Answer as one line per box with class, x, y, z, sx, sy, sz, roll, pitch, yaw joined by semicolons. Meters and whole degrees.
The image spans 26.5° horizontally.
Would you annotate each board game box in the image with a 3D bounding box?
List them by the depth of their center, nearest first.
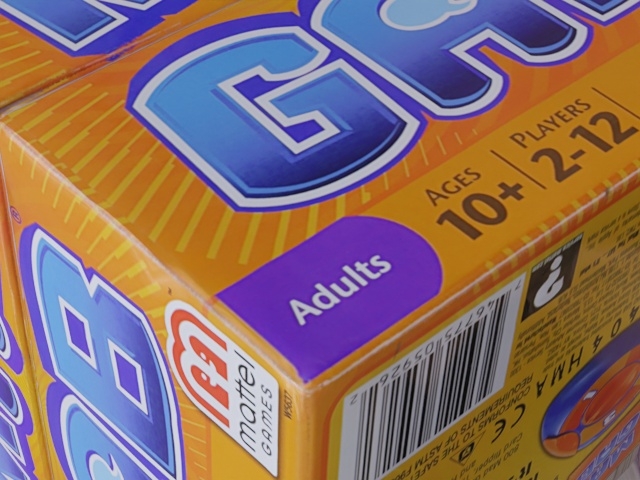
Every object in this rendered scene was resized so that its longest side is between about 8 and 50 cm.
board game box;0.000;0.000;0.720;0.356;0.356;0.356;38;144;31
